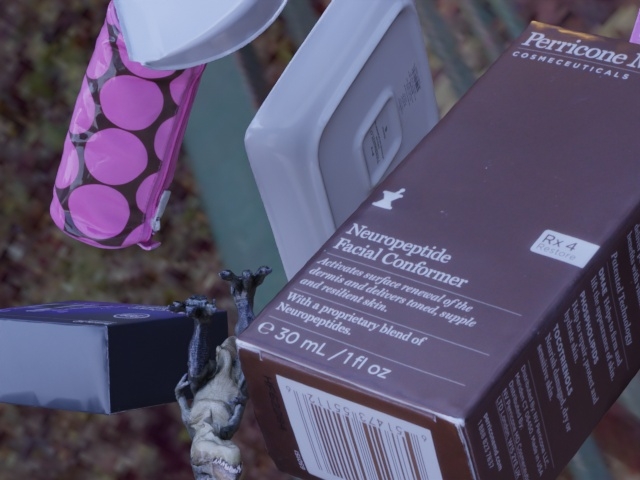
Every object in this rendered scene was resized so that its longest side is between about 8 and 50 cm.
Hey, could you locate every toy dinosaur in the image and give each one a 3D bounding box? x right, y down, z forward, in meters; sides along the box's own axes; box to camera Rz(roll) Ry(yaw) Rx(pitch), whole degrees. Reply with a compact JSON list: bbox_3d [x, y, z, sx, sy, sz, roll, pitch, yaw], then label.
[{"bbox_3d":[-0.070,0.087,1.467,0.064,0.118,0.268,0,20,7],"label":"toy dinosaur"}]

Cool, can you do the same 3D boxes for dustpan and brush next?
[{"bbox_3d":[-0.050,-0.206,1.460,0.211,0.060,0.147,-16,69,-1],"label":"dustpan and brush"}]

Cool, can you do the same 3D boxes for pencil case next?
[{"bbox_3d":[-0.151,-0.095,1.618,0.098,0.095,0.209,32,125,22],"label":"pencil case"}]

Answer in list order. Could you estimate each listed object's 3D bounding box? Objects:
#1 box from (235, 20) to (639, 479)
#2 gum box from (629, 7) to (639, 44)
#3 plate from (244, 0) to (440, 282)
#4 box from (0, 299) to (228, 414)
[{"bbox_3d":[0.137,0.020,1.378,0.191,0.143,0.381,17,48,35],"label":"box"},{"bbox_3d":[0.404,-0.209,1.908,0.188,0.062,0.107,25,113,28],"label":"gum box"},{"bbox_3d":[0.038,-0.096,1.814,0.045,0.277,0.278,15,56,26],"label":"plate"},{"bbox_3d":[-0.255,0.126,2.195,0.261,0.184,0.103,2,97,42],"label":"box"}]
